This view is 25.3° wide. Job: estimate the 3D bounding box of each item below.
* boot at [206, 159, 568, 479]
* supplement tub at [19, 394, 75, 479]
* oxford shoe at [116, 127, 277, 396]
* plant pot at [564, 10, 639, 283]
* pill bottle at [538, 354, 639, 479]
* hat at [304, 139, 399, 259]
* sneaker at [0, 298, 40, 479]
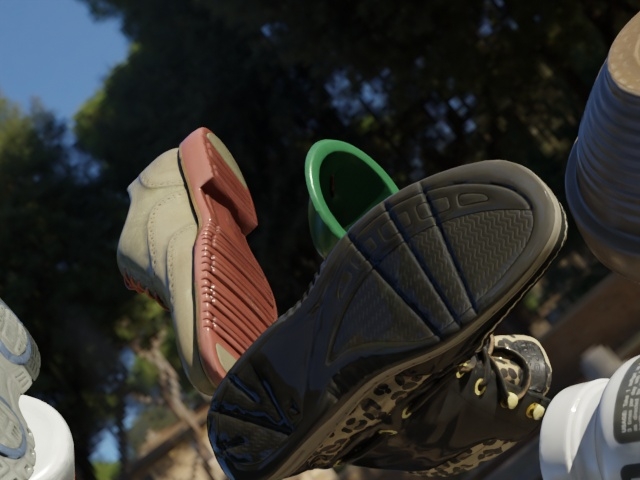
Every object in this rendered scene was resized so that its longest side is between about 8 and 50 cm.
[{"bbox_3d":[0.112,0.092,1.249,0.377,0.138,0.284,-46,-35,22],"label":"boot"},{"bbox_3d":[-0.463,0.405,2.093,0.207,0.207,0.338,-30,-37,-36],"label":"supplement tub"},{"bbox_3d":[-0.128,0.037,1.390,0.130,0.123,0.348,-28,36,14],"label":"oxford shoe"},{"bbox_3d":[0.252,-0.088,0.889,0.237,0.110,0.237,-24,34,18],"label":"plant pot"},{"bbox_3d":[0.415,0.203,1.453,0.363,0.210,0.210,-18,7,46],"label":"pill bottle"},{"bbox_3d":[0.000,0.000,1.782,0.183,0.208,0.173,-33,27,36],"label":"hat"},{"bbox_3d":[-0.306,0.150,1.159,0.129,0.111,0.297,-33,20,8],"label":"sneaker"}]
